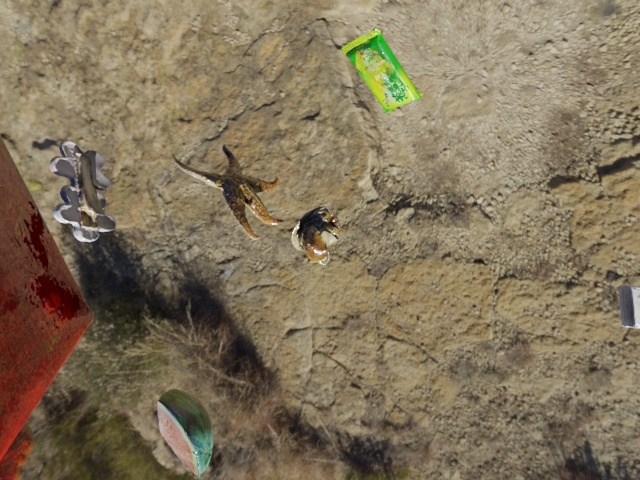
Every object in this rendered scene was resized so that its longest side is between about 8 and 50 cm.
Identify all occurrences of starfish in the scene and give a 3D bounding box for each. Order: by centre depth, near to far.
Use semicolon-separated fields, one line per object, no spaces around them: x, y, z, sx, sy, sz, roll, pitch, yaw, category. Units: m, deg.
-0.162;-0.101;0.771;0.237;0.213;0.057;25;129;-31;starfish

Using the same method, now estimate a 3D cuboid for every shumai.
-0.004;0.002;1.028;0.145;0.116;0.146;-13;138;-12;shumai

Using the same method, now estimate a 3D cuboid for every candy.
0.129;-0.350;0.861;0.102;0.032;0.178;-10;133;48;candy

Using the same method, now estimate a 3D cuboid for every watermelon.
-0.354;0.489;1.096;0.231;0.128;0.146;41;146;20;watermelon

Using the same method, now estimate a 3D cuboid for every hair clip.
-0.565;-0.121;0.980;0.075;0.146;0.257;-34;67;28;hair clip

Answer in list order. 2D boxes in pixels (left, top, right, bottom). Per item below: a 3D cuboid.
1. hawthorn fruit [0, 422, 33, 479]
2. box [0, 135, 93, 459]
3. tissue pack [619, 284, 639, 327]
-0.633;0.391;0.721;0.200;0.179;0.179;19;123;-30;hawthorn fruit
-0.304;-0.008;0.305;0.089;0.197;0.314;-14;114;-2;box
0.447;0.087;0.536;0.108;0.023;0.056;3;82;-8;tissue pack
